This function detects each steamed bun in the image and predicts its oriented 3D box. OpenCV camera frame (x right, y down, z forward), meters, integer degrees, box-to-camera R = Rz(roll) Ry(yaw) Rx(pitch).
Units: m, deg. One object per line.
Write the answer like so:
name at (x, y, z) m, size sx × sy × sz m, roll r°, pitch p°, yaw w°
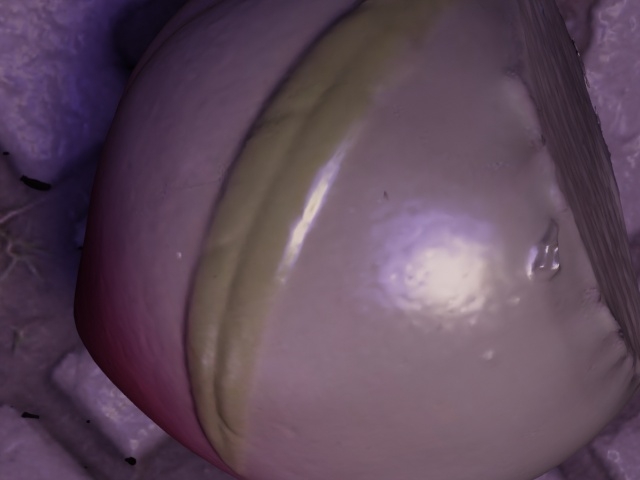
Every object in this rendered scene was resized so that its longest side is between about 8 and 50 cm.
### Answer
steamed bun at (0.000, 0.000, 0.760) m, size 0.309 × 0.309 × 0.309 m, roll -4°, pitch 110°, yaw -10°
